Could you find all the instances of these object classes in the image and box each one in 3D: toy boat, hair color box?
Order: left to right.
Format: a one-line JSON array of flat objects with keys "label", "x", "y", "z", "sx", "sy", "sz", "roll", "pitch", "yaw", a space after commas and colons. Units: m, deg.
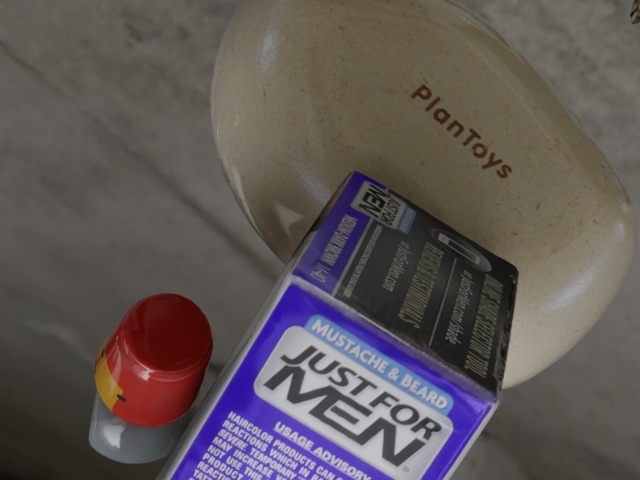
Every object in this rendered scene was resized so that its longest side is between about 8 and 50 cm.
[{"label": "hair color box", "x": -0.039, "y": 0.148, "z": 0.780, "sx": 0.110, "sy": 0.339, "sz": 0.185, "roll": 33, "pitch": -162, "yaw": -1}, {"label": "toy boat", "x": 0.000, "y": 0.000, "z": 0.898, "sx": 0.267, "sy": 0.318, "sz": 0.148, "roll": 49, "pitch": 155, "yaw": 9}]

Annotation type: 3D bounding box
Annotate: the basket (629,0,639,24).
[{"label": "basket", "x": 0.358, "y": -0.221, "z": 1.014, "sx": 0.213, "sy": 0.299, "sz": 0.223, "roll": 3, "pitch": 162, "yaw": 43}]
